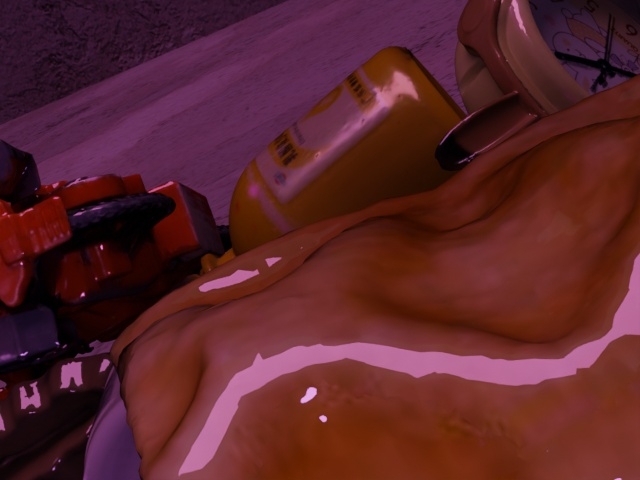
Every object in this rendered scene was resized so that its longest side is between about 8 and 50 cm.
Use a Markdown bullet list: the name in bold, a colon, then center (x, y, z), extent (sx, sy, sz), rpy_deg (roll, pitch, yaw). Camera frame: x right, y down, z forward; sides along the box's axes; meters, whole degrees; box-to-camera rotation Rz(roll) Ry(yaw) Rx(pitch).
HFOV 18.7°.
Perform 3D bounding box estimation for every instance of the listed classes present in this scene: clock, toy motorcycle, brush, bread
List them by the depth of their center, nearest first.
- **bread**: center (0.085, 0.056, 0.508), extent (0.252, 0.238, 0.196), rpy_deg (-23, 47, -9)
- **clock**: center (0.143, -0.081, 1.045), extent (0.069, 0.170, 0.232), rpy_deg (-48, 2, 40)
- **brush**: center (-0.207, 0.149, 1.076), extent (0.301, 0.071, 0.084), rpy_deg (-32, -6, 18)
- **toy motorcycle**: center (-0.170, 0.021, 1.174), extent (0.221, 0.147, 0.326), rpy_deg (-20, -8, 6)

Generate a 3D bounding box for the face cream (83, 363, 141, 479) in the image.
- **face cream**: center (-0.053, 0.076, 0.932), extent (0.101, 0.101, 0.251), rpy_deg (-26, 12, 5)

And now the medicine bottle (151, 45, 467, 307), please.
- **medicine bottle**: center (0.000, 0.000, 1.091), extent (0.212, 0.122, 0.122), rpy_deg (-40, 11, 8)
